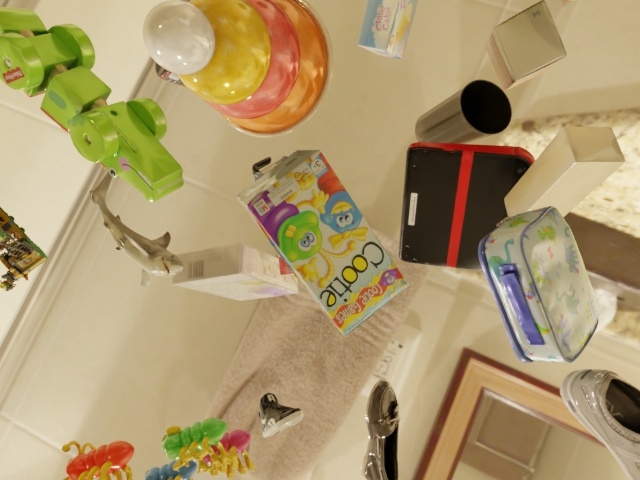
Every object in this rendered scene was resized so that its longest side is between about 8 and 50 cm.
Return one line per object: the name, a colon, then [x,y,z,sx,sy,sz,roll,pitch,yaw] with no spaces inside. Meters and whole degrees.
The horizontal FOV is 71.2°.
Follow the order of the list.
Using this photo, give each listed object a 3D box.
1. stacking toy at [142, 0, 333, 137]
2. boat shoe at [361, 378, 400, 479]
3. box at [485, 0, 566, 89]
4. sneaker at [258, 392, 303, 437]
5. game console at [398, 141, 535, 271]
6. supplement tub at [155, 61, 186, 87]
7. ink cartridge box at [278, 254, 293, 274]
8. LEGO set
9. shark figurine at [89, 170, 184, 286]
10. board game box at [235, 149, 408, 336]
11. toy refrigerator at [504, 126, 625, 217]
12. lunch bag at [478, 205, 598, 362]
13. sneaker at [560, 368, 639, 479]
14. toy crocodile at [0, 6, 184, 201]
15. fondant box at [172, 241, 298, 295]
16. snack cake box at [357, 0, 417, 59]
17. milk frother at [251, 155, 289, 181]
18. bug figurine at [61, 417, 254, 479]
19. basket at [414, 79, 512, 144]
stacking toy: [-0.193,-0.398,0.928,0.350,0.351,0.480,23,-163,11]
boat shoe: [0.180,0.527,1.206,0.095,0.335,0.112,18,-154,36]
box: [0.535,-0.504,1.187,0.149,0.126,0.232,65,-161,-4]
sneaker: [-0.136,0.520,1.377,0.079,0.121,0.217,0,147,-38]
game console: [0.407,-0.086,1.282,0.341,0.387,0.060,7,-149,15]
supplement tub: [-0.396,-0.521,1.378,0.198,0.106,0.106,6,-172,-44]
ink cartridge box: [-0.027,-0.029,1.122,0.158,0.218,0.092,-9,174,25]
LEGO set: [-0.697,0.003,0.830,0.255,0.192,0.331,50,162,-8]
shark figurine: [-0.396,-0.015,0.992,0.278,0.116,0.166,44,138,4]
board game box: [0.000,0.000,0.764,0.275,0.142,0.144,54,173,-18]
toy refrigerator: [0.510,-0.128,0.970,0.102,0.094,0.269,-1,154,-4]
lunch bag: [0.336,0.067,0.691,0.090,0.176,0.219,-18,98,49]
sneaker: [0.480,0.299,0.631,0.281,0.105,0.115,42,165,22]
toy crocodile: [-0.328,-0.187,0.615,0.340,0.115,0.105,46,129,-8]
fondant box: [-0.246,0.106,1.370,0.238,0.096,0.330,-10,162,25]
snack cake box: [0.195,-0.638,1.193,0.089,0.264,0.152,21,-159,19]
milk frother: [-0.168,-0.213,1.590,0.129,0.134,0.143,25,138,34]
bug figurine: [-0.214,0.315,0.643,0.216,0.072,0.279,-18,147,0]
basket: [0.397,-0.349,1.311,0.204,0.154,0.227,-10,178,-30]
